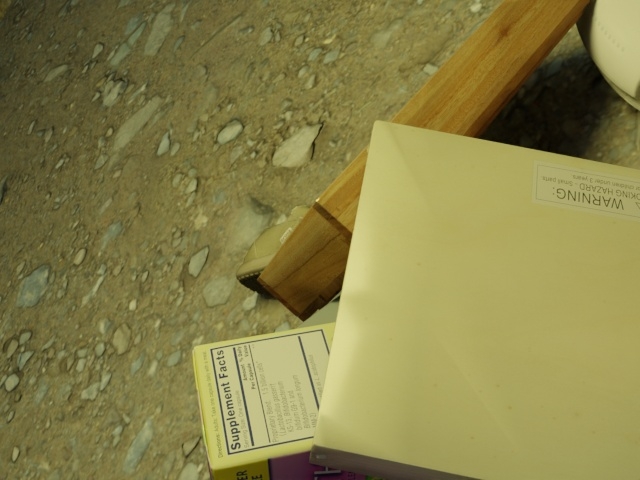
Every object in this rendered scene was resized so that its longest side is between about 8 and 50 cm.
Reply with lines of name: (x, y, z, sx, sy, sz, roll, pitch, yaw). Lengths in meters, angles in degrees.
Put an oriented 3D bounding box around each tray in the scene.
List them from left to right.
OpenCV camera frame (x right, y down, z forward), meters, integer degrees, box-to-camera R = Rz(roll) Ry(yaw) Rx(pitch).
tray: (0.112, -0.106, 0.872, 0.411, 0.076, 0.203, -49, 0, -29)

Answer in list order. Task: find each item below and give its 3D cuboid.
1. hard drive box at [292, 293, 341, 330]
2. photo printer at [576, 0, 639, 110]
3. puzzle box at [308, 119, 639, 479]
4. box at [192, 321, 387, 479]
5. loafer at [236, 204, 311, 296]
hard drive box: (0.082, 0.119, 0.815, 0.232, 0.181, 0.089, -37, 40, 16)
photo printer: (0.411, -0.277, 0.862, 0.307, 0.107, 0.256, -28, 44, 26)
puzzle box: (0.214, 0.069, 0.623, 0.408, 0.052, 0.272, 12, 60, 2)
box: (0.029, 0.180, 0.712, 0.243, 0.214, 0.117, -8, 42, -9)
loafer: (0.000, 0.000, 1.053, 0.268, 0.102, 0.092, -14, 57, 38)
